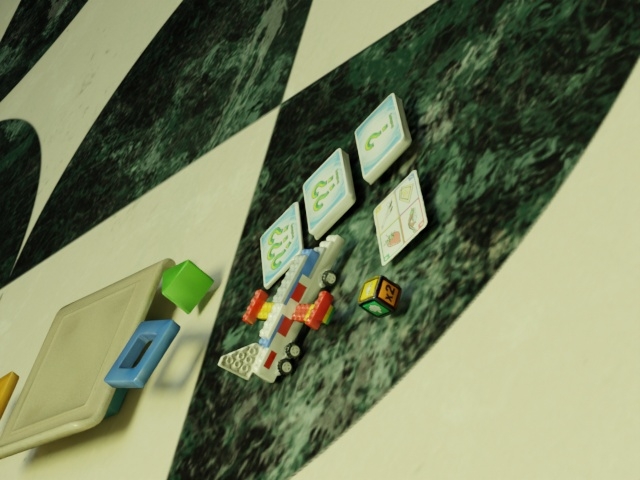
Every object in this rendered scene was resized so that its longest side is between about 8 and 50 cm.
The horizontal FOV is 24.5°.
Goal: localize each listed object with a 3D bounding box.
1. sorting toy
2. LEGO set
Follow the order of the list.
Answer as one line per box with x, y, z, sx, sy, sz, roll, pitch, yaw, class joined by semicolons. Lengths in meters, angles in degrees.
-0.213;0.118;1.346;0.348;0.047;0.196;-23;34;46;sorting toy
0.000;0.000;1.128;0.182;0.060;0.244;-45;27;24;LEGO set
